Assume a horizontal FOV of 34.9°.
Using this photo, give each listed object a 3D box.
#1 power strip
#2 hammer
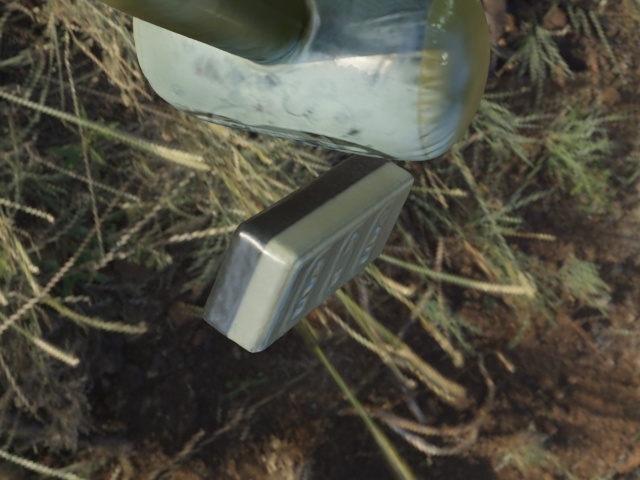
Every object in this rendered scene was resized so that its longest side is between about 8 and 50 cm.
[{"bbox_3d":[0.000,0.000,0.909,0.257,0.070,0.105,-38,157,-55],"label":"power strip"},{"bbox_3d":[-0.040,-0.111,0.479,0.305,0.202,0.113,3,97,-69],"label":"hammer"}]
